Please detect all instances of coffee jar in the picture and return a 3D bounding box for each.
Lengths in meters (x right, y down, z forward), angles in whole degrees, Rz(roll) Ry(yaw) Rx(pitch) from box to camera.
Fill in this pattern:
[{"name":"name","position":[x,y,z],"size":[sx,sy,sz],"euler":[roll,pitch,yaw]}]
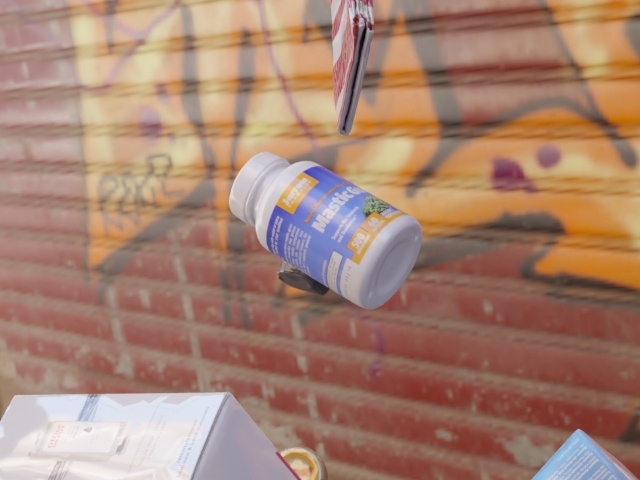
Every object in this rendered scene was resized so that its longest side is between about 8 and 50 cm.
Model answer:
[{"name":"coffee jar","position":[0.000,0.000,2.116],"size":[0.096,0.184,0.079],"euler":[13,-15,38]}]

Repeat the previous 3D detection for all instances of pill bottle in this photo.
[{"name":"pill bottle","position":[0.001,-0.025,1.825],"size":[0.272,0.152,0.152],"euler":[30,32,25]}]

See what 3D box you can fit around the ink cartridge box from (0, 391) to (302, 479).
[{"name":"ink cartridge box","position":[-0.172,0.254,1.228],"size":[0.283,0.207,0.117],"euler":[-5,46,33]}]

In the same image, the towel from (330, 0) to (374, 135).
[{"name":"towel","position":[0.034,-0.346,1.735],"size":[0.037,0.329,0.237],"euler":[1,-32,-6]}]

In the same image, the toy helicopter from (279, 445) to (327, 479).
[{"name":"toy helicopter","position":[-0.150,0.403,1.733],"size":[0.355,0.140,0.235],"euler":[-37,60,-9]}]

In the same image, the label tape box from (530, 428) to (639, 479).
[{"name":"label tape box","position":[0.382,0.455,1.669],"size":[0.249,0.115,0.348],"euler":[-48,33,5]}]
